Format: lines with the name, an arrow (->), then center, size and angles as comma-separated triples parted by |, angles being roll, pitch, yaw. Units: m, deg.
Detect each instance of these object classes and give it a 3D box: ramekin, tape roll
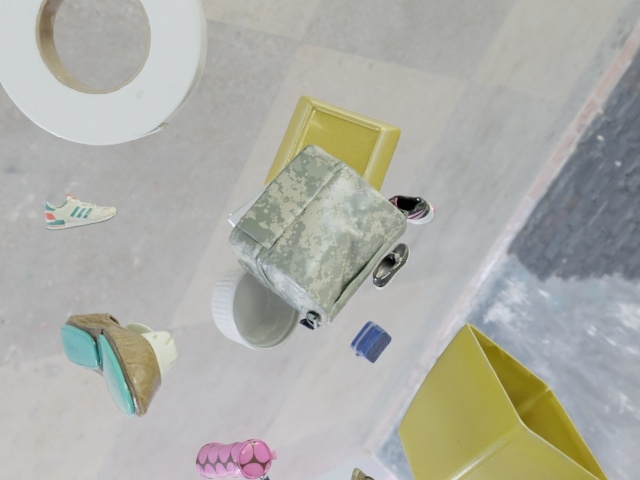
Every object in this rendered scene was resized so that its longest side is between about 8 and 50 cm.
ramekin -> -0.150, 0.142, 1.719 | 0.207, 0.109, 0.207 | -1, 91, -43
tape roll -> -0.396, -0.365, 1.356 | 0.392, 0.392, 0.072 | -55, -175, 12

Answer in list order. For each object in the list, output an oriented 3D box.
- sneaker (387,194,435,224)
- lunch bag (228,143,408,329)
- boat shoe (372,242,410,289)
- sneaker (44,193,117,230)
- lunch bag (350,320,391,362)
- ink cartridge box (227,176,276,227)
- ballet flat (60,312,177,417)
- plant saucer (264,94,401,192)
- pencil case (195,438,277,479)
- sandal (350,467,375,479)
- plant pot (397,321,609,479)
sneaker -> 0.167, -0.075, 1.731 | 0.178, 0.072, 0.077 | -10, 152, 22
lunch bag -> 0.000, 0.000, 1.545 | 0.305, 0.256, 0.212 | -48, 154, -17
boat shoe -> 0.149, 0.048, 1.613 | 0.125, 0.046, 0.038 | -50, 139, -25
sneaker -> -0.549, -0.072, 1.729 | 0.161, 0.057, 0.075 | -12, 101, -19
lunch bag -> 0.123, 0.259, 1.920 | 0.098, 0.065, 0.067 | -50, 140, -8
ink cartridge box -> -0.069, -0.016, 1.855 | 0.197, 0.273, 0.114 | -38, -170, 0
ballet flat -> -0.300, 0.176, 1.178 | 0.124, 0.342, 0.116 | -15, 103, -31
plant saucer -> 0.038, -0.256, 2.240 | 0.081, 0.332, 0.333 | 92, 18, -75
pencil case -> -0.188, 0.481, 1.658 | 0.098, 0.095, 0.209 | -12, 175, -38
sandal -> 0.139, 0.728, 2.256 | 0.180, 0.049, 0.072 | 57, 41, -50
plant pot -> 0.233, 0.283, 1.057 | 0.212, 0.212, 0.187 | 37, 108, -27
